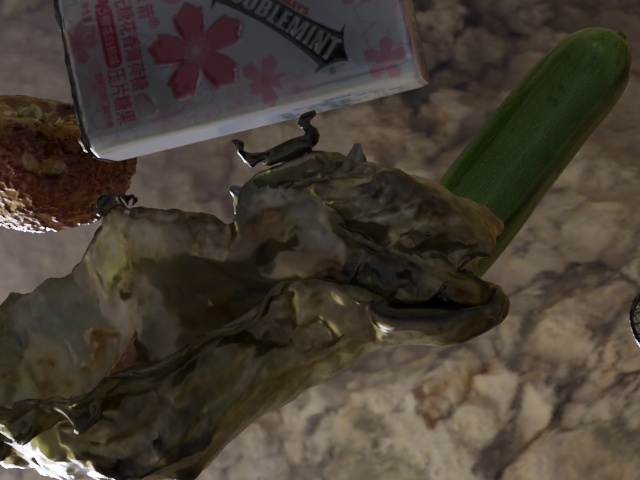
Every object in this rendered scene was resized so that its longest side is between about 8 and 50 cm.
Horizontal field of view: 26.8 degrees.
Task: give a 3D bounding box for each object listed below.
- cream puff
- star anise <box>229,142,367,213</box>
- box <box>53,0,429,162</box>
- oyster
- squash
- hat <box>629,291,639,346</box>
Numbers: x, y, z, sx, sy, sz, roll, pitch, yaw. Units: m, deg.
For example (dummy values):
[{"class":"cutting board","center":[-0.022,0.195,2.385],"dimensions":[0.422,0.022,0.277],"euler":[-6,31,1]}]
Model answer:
[{"class":"cream puff","center":[-0.345,-0.092,1.620],"dimensions":[0.240,0.240,0.164],"euler":[19,-66,30]},{"class":"star anise","center":[0.000,0.001,1.604],"dimensions":[0.223,0.109,0.236],"euler":[3,-126,2]},{"class":"box","center":[-0.087,-0.210,1.390],"dimensions":[0.370,0.112,0.190],"euler":[-14,-94,9]},{"class":"oyster","center":[-0.066,0.037,0.718],"dimensions":[0.337,0.198,0.133],"euler":[-23,-55,13]},{"class":"squash","center":[0.188,-0.066,1.380],"dimensions":[0.101,0.101,0.378],"euler":[37,-87,24]},{"class":"hat","center":[0.382,0.125,1.299],"dimensions":[0.193,0.193,0.082],"euler":[30,-52,26]}]
